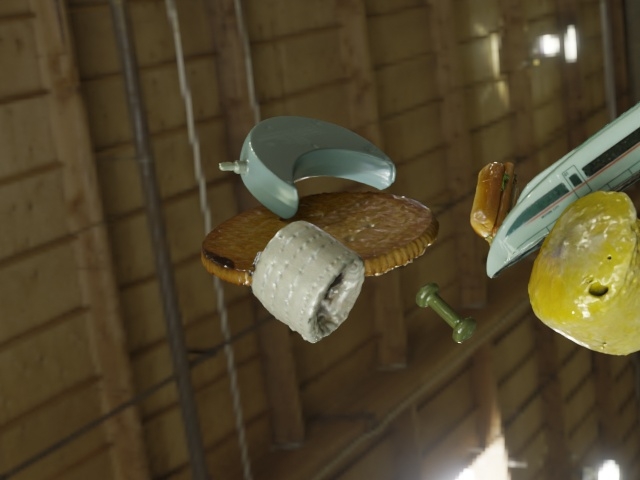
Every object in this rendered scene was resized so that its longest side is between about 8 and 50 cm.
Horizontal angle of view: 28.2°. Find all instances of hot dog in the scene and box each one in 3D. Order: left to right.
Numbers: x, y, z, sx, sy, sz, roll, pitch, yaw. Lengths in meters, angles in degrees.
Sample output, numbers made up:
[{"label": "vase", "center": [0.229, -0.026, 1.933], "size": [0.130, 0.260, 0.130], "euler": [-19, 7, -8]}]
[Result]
[{"label": "hot dog", "center": [0.345, -0.074, 2.472], "size": [0.100, 0.068, 0.249], "euler": [45, -148, -19]}]

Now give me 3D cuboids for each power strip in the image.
[{"label": "power strip", "center": [-0.027, -0.104, 1.732], "size": [0.253, 0.167, 0.054], "euler": [-16, -44, -44]}]

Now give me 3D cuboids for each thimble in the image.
[{"label": "thimble", "center": [-0.014, 0.042, 1.377], "size": [0.102, 0.090, 0.115], "euler": [-28, -35, -49]}]

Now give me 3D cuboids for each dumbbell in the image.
[{"label": "dumbbell", "center": [0.215, 0.123, 2.186], "size": [0.046, 0.118, 0.052], "euler": [-33, -31, -21]}]

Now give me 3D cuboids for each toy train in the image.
[{"label": "toy train", "center": [0.378, -0.092, 1.774], "size": [0.088, 0.407, 0.086], "euler": [57, -161, 12]}]

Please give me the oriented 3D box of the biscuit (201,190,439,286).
[{"label": "biscuit", "center": [0.000, 0.000, 1.611], "size": [0.305, 0.305, 0.038], "euler": [-39, -54, -55]}]

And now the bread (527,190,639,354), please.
[{"label": "bread", "center": [0.371, 0.045, 1.670], "size": [0.170, 0.197, 0.197], "euler": [34, -124, -25]}]
